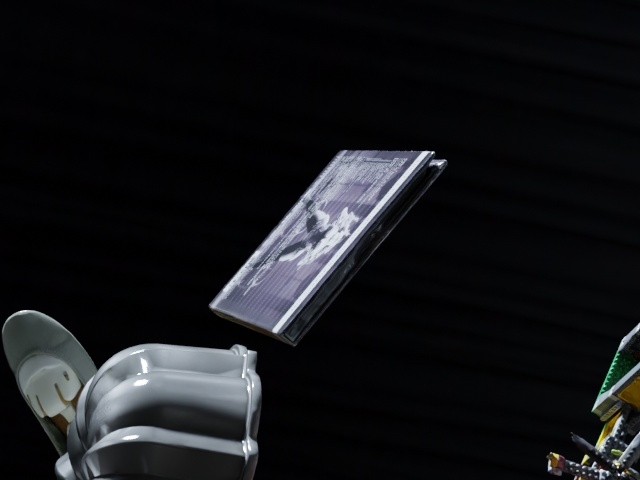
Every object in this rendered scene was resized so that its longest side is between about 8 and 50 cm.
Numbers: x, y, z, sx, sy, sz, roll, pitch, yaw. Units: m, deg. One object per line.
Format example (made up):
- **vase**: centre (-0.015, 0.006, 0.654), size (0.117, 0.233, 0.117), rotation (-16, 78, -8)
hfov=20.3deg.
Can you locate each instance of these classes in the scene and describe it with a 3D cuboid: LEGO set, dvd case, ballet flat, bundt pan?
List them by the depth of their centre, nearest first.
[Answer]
- **dvd case**: centre (0.000, 0.000, 1.302), size (0.164, 0.018, 0.221), rotation (-50, 14, -9)
- **bundt pan**: centre (-0.156, 0.231, 1.455), size (0.331, 0.124, 0.331), rotation (-166, 90, -78)
- **ballet flat**: centre (-0.226, 0.160, 1.640), size (0.213, 0.072, 0.068), rotation (59, -170, -8)
- **LEGO set**: centre (0.368, 0.191, 1.663), size (0.331, 0.255, 0.192), rotation (-50, -4, -33)
